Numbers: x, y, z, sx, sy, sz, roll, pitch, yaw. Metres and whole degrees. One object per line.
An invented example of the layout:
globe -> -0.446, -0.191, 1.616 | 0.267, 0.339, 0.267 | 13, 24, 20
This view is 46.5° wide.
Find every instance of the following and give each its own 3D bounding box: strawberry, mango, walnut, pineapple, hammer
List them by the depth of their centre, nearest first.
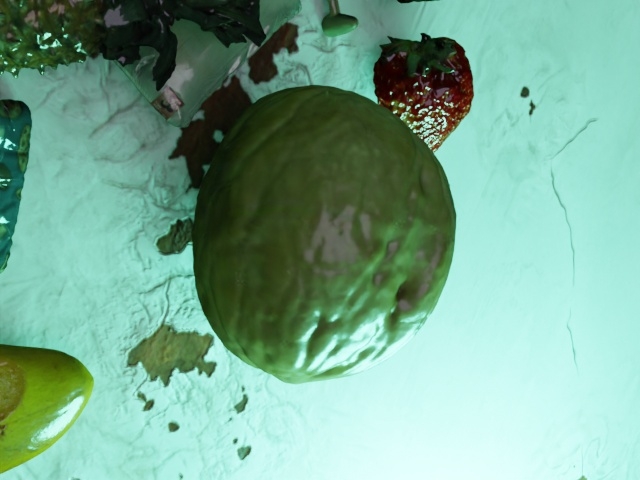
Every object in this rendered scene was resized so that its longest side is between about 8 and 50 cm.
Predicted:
pineapple -> -0.203, -0.229, 0.724 | 0.310, 0.141, 0.170 | -6, 85, -19
mango -> -0.345, 0.172, 0.773 | 0.217, 0.102, 0.141 | -13, 83, -30
walnut -> 0.000, 0.000, 0.829 | 0.333, 0.333, 0.332 | -6, 103, -29
hammer -> 0.007, -0.346, 0.893 | 0.028, 0.060, 0.195 | -20, 105, -25
strawberry -> 0.135, -0.193, 0.965 | 0.131, 0.131, 0.148 | -45, 148, -14

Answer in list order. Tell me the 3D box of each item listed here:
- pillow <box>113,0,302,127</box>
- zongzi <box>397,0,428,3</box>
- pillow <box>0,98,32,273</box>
pillow -> -0.127, -0.244, 0.836 | 0.128, 0.051, 0.229 | 45, 75, -16
zongzi -> 0.113, -0.476, 0.892 | 0.286, 0.138, 0.300 | 43, 65, -35
pillow -> -0.357, -0.050, 0.672 | 0.255, 0.034, 0.188 | -10, 108, -72
